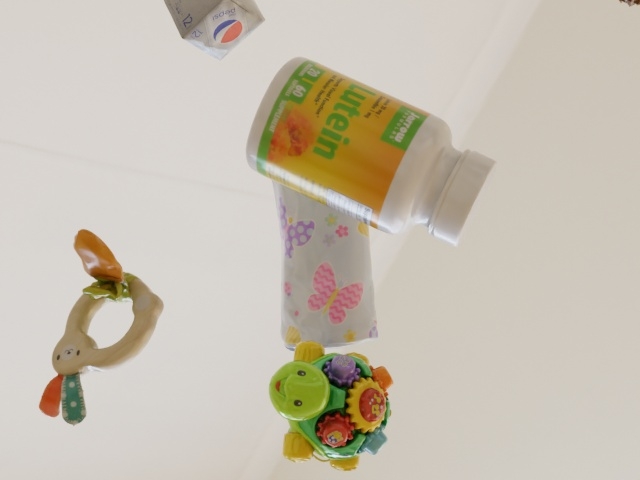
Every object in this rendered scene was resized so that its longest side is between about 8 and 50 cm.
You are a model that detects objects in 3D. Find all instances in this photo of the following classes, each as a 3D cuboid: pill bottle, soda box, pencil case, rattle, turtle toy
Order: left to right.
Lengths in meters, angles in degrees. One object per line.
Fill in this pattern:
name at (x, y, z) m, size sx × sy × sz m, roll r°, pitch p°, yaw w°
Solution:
rattle at (-0.292, 0.110, 1.340) m, size 0.200 × 0.130 × 0.143 m, roll -46°, pitch -23°, yaw -9°
soda box at (-0.190, -0.406, 1.672) m, size 0.098 × 0.286 × 0.091 m, roll -39°, pitch -34°, yaw 18°
pencil case at (0.000, 0.000, 1.377) m, size 0.124 × 0.273 × 0.113 m, roll -6°, pitch 0°, yaw 3°
turtle toy at (0.008, 0.123, 0.855) m, size 0.130 × 0.066 × 0.095 m, roll 20°, pitch -110°, yaw -40°
pill bottle at (0.056, -0.089, 1.206) m, size 0.136 × 0.245 × 0.136 m, roll -61°, pitch -11°, yaw -20°

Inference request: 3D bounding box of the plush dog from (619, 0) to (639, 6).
plush dog at (0.399, -0.341, 1.156) m, size 0.211 × 0.225 × 0.262 m, roll 76°, pitch -152°, yaw -47°
